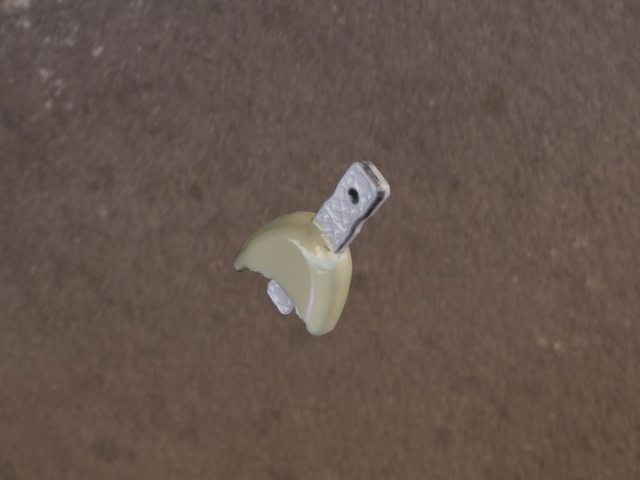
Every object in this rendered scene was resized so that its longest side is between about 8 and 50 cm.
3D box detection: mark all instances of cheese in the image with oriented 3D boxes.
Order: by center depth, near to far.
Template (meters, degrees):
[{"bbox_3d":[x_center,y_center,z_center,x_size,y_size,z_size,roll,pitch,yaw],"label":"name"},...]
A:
[{"bbox_3d":[-0.001,0.000,1.503,0.127,0.050,0.235,55,139,17],"label":"cheese"}]
